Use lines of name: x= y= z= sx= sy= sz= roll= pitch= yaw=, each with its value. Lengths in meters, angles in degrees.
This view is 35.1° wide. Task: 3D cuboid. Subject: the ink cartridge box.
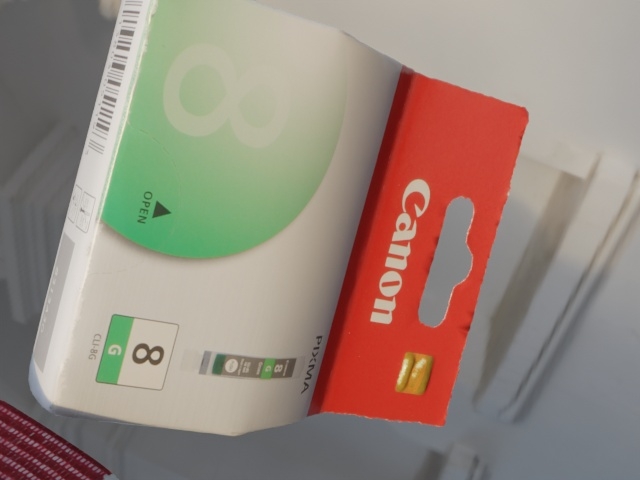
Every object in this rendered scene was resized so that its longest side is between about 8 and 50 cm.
ink cartridge box: x=0.000 y=0.000 z=0.461 sx=0.056 sy=0.224 sz=0.181 roll=26 pitch=102 yaw=63

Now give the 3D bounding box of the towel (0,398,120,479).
towel: x=-0.079 y=0.143 z=0.264 sx=0.037 sy=0.329 sz=0.237 roll=-63 pitch=-11 yaw=17
